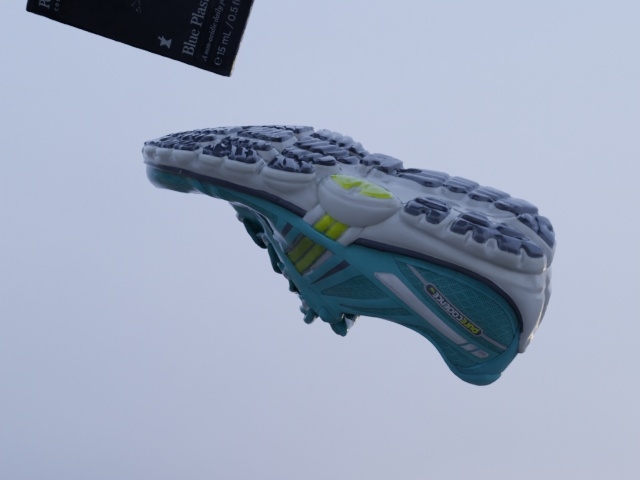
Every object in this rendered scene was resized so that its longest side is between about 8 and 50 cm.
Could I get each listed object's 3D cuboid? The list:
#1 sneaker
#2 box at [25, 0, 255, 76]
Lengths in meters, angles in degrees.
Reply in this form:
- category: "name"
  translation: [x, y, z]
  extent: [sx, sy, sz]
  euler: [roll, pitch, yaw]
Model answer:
- category: "sneaker"
  translation: [0.000, 0.000, 0.589]
  extent: [0.275, 0.110, 0.107]
  euler: [24, 25, 26]
- category: "box"
  translation: [-0.114, -0.224, 0.722]
  extent: [0.158, 0.093, 0.156]
  euler: [17, -63, -8]
